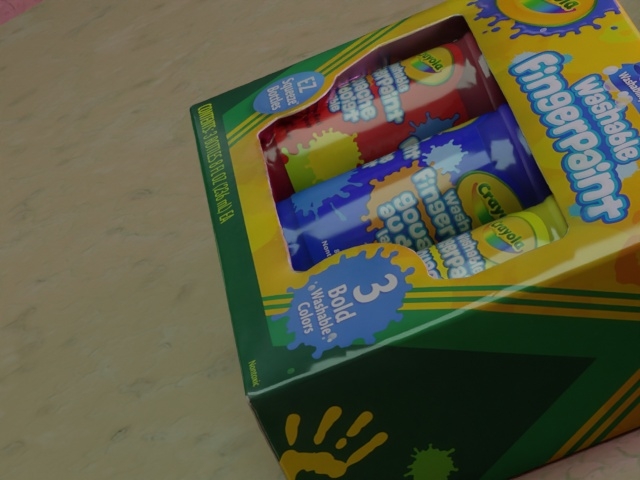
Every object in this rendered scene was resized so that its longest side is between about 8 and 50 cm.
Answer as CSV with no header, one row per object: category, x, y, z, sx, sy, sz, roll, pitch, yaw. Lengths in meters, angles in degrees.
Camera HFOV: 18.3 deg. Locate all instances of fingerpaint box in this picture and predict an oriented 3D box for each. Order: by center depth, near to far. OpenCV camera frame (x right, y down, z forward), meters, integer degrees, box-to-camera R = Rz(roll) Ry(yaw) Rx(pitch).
fingerpaint box,0.111,-0.018,1.549,0.371,0.163,0.445,-22,32,4
